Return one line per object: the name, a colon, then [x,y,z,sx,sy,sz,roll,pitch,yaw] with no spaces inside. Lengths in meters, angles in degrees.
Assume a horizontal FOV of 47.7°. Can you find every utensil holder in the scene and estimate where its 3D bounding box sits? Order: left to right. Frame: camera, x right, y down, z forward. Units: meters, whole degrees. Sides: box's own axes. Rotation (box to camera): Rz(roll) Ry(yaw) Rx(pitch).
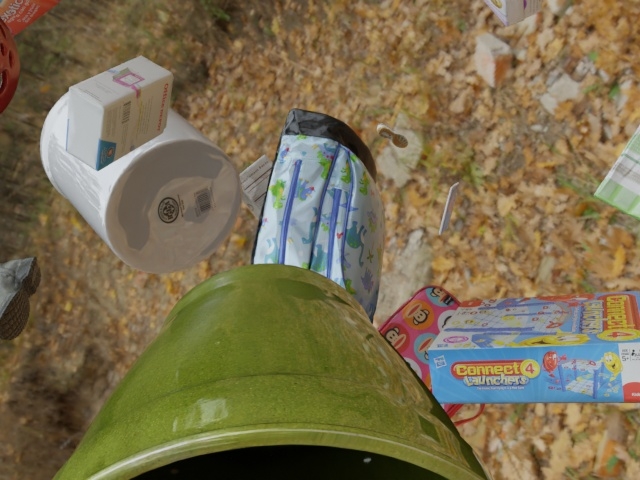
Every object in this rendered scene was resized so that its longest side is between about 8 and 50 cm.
utensil holder: [-0.396,-0.145,1.583,0.385,0.328,0.327,39,107,45]

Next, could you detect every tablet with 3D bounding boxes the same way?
tablet: [0.213,-0.053,1.202,0.054,0.006,0.083,-31,-45,-62]

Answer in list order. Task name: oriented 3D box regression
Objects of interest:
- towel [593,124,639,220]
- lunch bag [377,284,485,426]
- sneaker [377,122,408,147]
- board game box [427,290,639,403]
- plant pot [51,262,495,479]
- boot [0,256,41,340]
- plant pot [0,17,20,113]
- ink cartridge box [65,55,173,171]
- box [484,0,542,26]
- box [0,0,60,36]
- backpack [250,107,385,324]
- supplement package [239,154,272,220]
towel: [0.473,-0.099,1.012,0.113,0.023,0.152,34,88,27]
lunch bag: [0.214,0.264,1.447,0.293,0.258,0.120,-41,-15,-17]
sneaker: [0.165,-0.242,1.644,0.032,0.083,0.037,-49,24,26]
board game box: [0.353,0.163,1.144,0.302,0.308,0.086,-6,97,21]
plant pot: [-0.044,0.196,0.615,0.366,0.366,0.353,-59,17,19]
boot: [-0.679,0.120,1.475,0.246,0.161,0.083,-98,6,-57]
plant pot: [-0.471,-0.223,0.853,0.174,0.191,0.191,-158,89,-78]
ink cartridge box: [-0.231,-0.149,0.836,0.122,0.052,0.088,-44,-19,-48]
box: [0.249,-0.469,1.170,0.063,0.067,0.324,-25,56,-1]
box: [-0.563,-0.499,1.176,0.142,0.154,0.300,-31,72,11]
backpack: [0.000,0.000,1.281,0.273,0.290,0.355,19,71,21]
supplement package: [-0.118,-0.098,1.725,0.105,0.179,0.105,-41,2,-9]
